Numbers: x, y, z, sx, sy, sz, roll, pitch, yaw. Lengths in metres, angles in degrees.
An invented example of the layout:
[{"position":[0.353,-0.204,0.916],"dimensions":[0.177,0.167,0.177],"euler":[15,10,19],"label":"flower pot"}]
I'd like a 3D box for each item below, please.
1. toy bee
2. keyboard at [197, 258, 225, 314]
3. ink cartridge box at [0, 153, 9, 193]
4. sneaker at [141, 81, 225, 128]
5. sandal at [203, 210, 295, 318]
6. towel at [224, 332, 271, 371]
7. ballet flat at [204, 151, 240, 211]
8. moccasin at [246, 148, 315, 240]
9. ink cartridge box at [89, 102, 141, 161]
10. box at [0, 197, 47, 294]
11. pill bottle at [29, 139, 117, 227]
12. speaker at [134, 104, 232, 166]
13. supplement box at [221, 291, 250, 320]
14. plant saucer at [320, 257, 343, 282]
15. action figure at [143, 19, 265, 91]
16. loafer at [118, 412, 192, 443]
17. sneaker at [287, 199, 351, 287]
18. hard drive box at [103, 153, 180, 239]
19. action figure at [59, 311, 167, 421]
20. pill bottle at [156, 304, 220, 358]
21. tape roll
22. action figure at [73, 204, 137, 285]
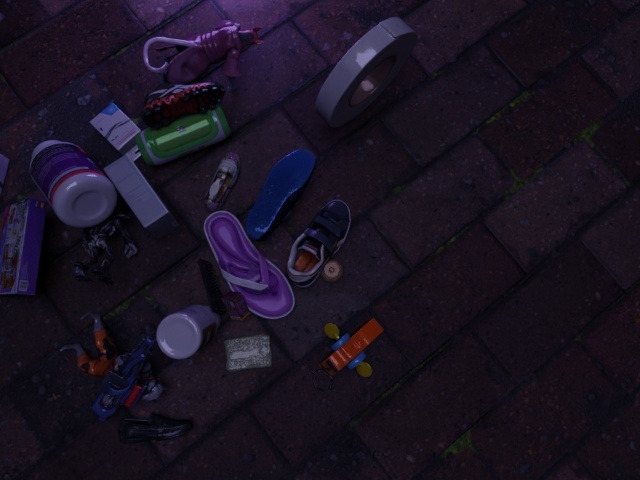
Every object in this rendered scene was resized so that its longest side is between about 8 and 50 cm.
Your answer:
[{"position":[0.056,0.352,1.544],"dimensions":[0.298,0.162,0.195],"euler":[-12,70,-29],"label":"toy bee"},{"position":[-0.340,0.148,1.575],"dimensions":[0.023,0.108,0.180],"euler":[-21,72,5],"label":"keyboard"},{"position":[-1.131,-0.196,1.617],"dimensions":[0.148,0.086,0.203],"euler":[8,78,-1],"label":"ink cartridge box"},{"position":[-0.445,-0.462,1.591],"dimensions":[0.276,0.097,0.135],"euler":[-21,55,-3],"label":"sneaker"},{"position":[-0.246,0.083,1.589],"dimensions":[0.169,0.102,0.416],"euler":[-39,84,-8],"label":"sandal"},{"position":[-0.231,0.357,1.577],"dimensions":[0.148,0.027,0.110],"euler":[-7,79,-3],"label":"towel"},{"position":[-0.328,-0.202,1.652],"dimensions":[0.077,0.079,0.221],"euler":[21,79,3],"label":"ballet flat"},{"position":[-0.138,-0.151,1.635],"dimensions":[0.138,0.117,0.342],"euler":[35,79,13],"label":"moccasin"},{"position":[-0.673,-0.365,1.679],"dimensions":[0.180,0.060,0.104],"euler":[44,80,6],"label":"ink cartridge box"},{"position":[-0.935,0.025,1.540],"dimensions":[0.201,0.057,0.293],"euler":[-6,77,39],"label":"box"},{"position":[-0.780,-0.189,1.542],"dimensions":[0.181,0.181,0.323],"euler":[-44,56,-9],"label":"pill bottle"},{"position":[-0.454,-0.352,1.653],"dimensions":[0.297,0.131,0.131],"euler":[-23,81,-6],"label":"speaker"},{"position":[-0.268,0.207,1.569],"dimensions":[0.043,0.055,0.083],"euler":[-41,119,-42],"label":"supplement box"},{"position":[0.036,0.099,1.642],"dimensions":[0.083,0.015,0.083],"euler":[0,80,-2],"label":"plant saucer"},{"position":[-0.369,-0.653,1.646],"dimensions":[0.370,0.276,0.248],"euler":[-17,78,11],"label":"action figure"},{"position":[-0.502,0.563,1.503],"dimensions":[0.223,0.076,0.078],"euler":[-6,87,0],"label":"loafer"},{"position":[0.000,0.000,1.597],"dimensions":[0.126,0.127,0.321],"euler":[24,78,15],"label":"sneaker"},{"position":[-0.564,-0.133,1.579],"dimensions":[0.089,0.181,0.232],"euler":[-35,84,-10],"label":"hard drive box"},{"position":[-0.591,0.351,1.496],"dimensions":[0.330,0.178,0.341],"euler":[44,106,1],"label":"action figure"},{"position":[-0.381,0.261,1.478],"dimensions":[0.131,0.229,0.131],"euler":[0,93,6],"label":"pill bottle"},{"position":[0.144,-0.525,1.574],"dimensions":[0.392,0.392,0.072],"euler":[-43,83,-9],"label":"tape roll"},{"position":[-0.685,0.012,1.574],"dimensions":[0.164,0.141,0.275],"euler":[-2,53,6],"label":"action figure"}]
